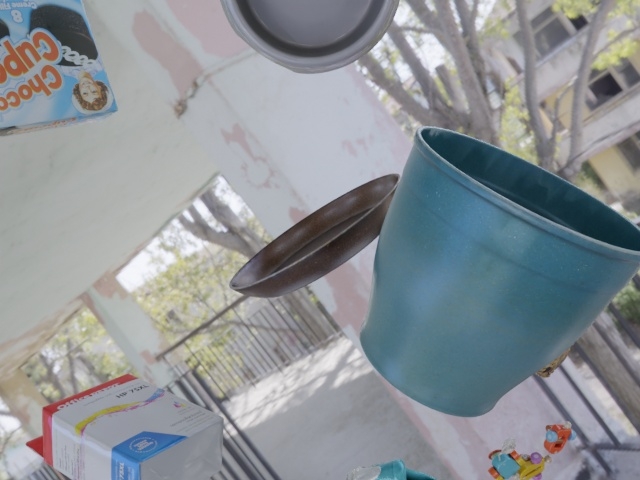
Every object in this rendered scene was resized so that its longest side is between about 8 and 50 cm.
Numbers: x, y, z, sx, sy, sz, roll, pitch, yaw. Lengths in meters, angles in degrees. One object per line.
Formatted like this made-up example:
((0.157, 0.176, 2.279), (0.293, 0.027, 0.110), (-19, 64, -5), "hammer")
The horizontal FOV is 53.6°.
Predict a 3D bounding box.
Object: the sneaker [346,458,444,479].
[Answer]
((0.157, 0.412, 0.946), (0.110, 0.275, 0.107), (-34, 32, 24), "sneaker")

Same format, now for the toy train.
((0.352, 0.355, 1.083), (0.166, 0.125, 0.046), (2, 24, -27), "toy train")

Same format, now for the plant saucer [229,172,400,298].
((0.000, 0.000, 0.977), (0.311, 0.050, 0.310), (-31, 11, 7), "plant saucer")

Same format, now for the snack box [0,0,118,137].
((-0.438, -0.221, 0.795), (0.322, 0.187, 0.060), (-22, 7, -41), "snack box")

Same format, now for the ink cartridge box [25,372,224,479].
((-0.250, 0.241, 0.794), (0.231, 0.078, 0.134), (13, 16, 33), "ink cartridge box")

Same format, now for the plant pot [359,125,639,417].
((0.176, 0.047, 0.713), (0.255, 0.272, 0.271), (-65, -9, 22), "plant pot")

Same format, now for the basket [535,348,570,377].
((0.413, 0.096, 1.327), (0.213, 0.299, 0.223), (-44, -34, -22), "basket")

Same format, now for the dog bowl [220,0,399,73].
((-0.018, -0.472, 1.135), (0.349, 0.348, 0.102), (-37, 17, 12), "dog bowl")
